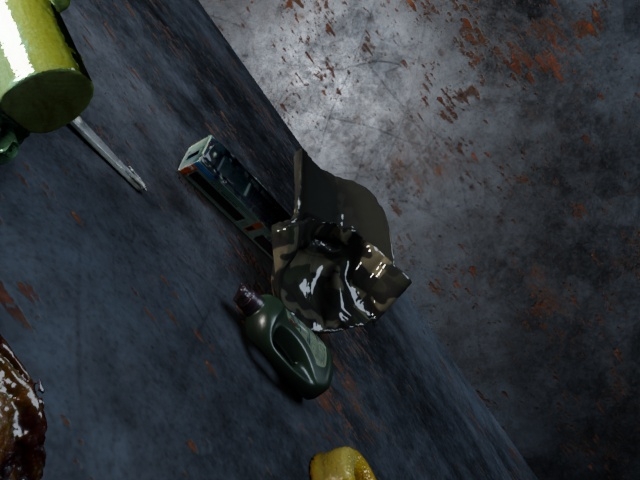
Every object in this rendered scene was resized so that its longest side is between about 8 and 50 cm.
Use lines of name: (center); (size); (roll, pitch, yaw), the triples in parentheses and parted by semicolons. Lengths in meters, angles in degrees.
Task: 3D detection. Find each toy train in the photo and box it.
toy train: (-0.375, -0.232, 0.667); (0.308, 0.189, 0.126); (60, 12, 21)
toy train: (-0.137, -0.053, 1.310); (0.409, 0.089, 0.086); (47, 40, -34)

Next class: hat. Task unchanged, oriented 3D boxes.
hat: (0.000, 0.000, 1.314); (0.366, 0.257, 0.382); (31, 18, -33)

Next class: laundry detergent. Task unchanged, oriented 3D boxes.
laundry detergent: (-0.069, 0.163, 1.020); (0.222, 0.078, 0.144); (49, 18, -25)

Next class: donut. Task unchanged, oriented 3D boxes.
donut: (0.048, 0.386, 0.917); (0.152, 0.058, 0.152); (52, 14, -19)

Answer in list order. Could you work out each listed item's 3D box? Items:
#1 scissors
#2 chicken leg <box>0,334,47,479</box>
scissors: (-0.391, -0.207, 0.915); (0.360, 0.029, 0.191); (48, 13, -25)
chicken leg: (-0.310, 0.075, 0.378); (0.323, 0.083, 0.177); (56, 27, -6)
